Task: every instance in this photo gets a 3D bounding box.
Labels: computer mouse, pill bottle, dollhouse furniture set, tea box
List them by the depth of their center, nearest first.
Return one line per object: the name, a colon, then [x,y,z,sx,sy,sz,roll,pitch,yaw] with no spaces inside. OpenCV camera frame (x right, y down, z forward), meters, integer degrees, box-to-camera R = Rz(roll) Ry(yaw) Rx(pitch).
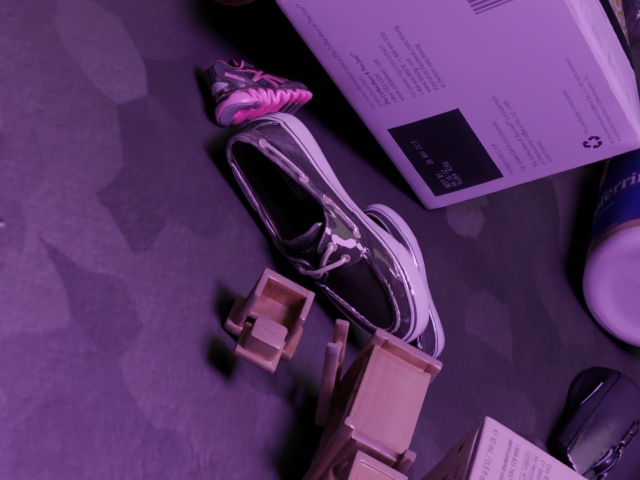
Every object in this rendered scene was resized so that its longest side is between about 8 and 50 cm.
dollhouse furniture set: [-0.020,0.139,1.317,0.161,0.101,0.182,29,39,-4]
tea box: [0.119,-0.263,1.593,0.329,0.220,0.324,50,29,-50]
computer mouse: [0.283,0.224,1.673,0.184,0.060,0.262,58,33,-5]
pill bottle: [0.362,-0.022,1.885,0.153,0.153,0.265,48,34,-20]

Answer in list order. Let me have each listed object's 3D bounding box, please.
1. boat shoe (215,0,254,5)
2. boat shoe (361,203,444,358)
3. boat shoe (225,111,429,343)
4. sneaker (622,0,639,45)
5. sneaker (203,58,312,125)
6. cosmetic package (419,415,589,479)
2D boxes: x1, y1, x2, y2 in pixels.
boat shoe: [-0.103,-0.346,1.527,0.302,0.109,0.098,65,26,-5]
boat shoe: [0.063,0.037,1.519,0.040,0.049,0.142,-14,80,-57]
boat shoe: [0.000,0.000,1.438,0.219,0.078,0.070,52,32,-1]
sneaker: [0.272,-0.348,2.073,0.162,0.106,0.281,12,46,-43]
sneaker: [-0.053,-0.127,1.489,0.119,0.047,0.057,-5,59,-57]
cosmetic package: [0.193,0.283,1.336,0.296,0.153,0.129,31,40,-7]
